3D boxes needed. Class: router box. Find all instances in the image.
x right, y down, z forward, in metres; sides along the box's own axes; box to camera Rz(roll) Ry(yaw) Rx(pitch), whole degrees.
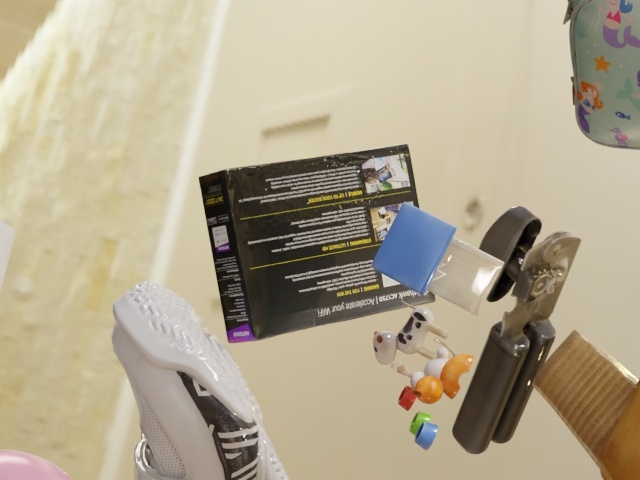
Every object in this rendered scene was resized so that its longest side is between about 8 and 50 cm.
[{"bbox_3d":[0.000,0.000,1.221,0.046,0.179,0.133,-10,-91,56],"label":"router box"}]

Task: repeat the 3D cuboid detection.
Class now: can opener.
[{"bbox_3d":[0.186,0.089,1.576,0.095,0.076,0.283,46,-44,33],"label":"can opener"}]

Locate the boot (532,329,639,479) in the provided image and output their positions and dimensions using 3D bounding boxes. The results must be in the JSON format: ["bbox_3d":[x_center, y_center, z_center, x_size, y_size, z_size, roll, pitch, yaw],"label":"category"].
[{"bbox_3d":[0.301,0.070,1.013,0.211,0.104,0.295,44,-76,23],"label":"boot"}]

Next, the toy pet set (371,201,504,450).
[{"bbox_3d":[0.051,0.043,0.872,0.114,0.065,0.122,-63,-176,2],"label":"toy pet set"}]

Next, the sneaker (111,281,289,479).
[{"bbox_3d":[-0.113,0.223,1.152,0.210,0.366,0.137,-27,-163,-2],"label":"sneaker"}]

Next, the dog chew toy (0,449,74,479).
[{"bbox_3d":[-0.259,0.195,0.808,0.206,0.332,0.206,14,-72,50],"label":"dog chew toy"}]

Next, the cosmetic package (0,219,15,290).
[{"bbox_3d":[-0.382,0.089,1.130,0.097,0.284,0.377,-12,-125,30],"label":"cosmetic package"}]

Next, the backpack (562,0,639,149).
[{"bbox_3d":[0.321,-0.197,1.320,0.225,0.191,0.253,11,-55,31],"label":"backpack"}]
